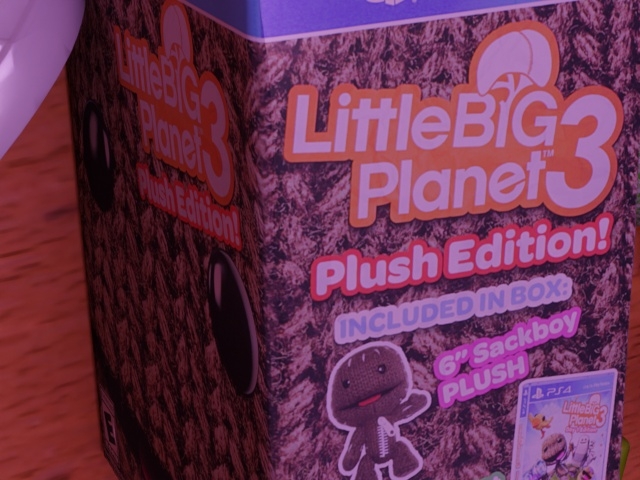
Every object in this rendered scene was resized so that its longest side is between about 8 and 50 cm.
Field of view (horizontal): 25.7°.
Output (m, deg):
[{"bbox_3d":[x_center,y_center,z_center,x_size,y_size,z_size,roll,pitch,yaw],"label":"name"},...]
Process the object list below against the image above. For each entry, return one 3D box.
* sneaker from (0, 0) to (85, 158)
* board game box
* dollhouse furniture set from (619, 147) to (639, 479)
[{"bbox_3d":[-0.236,-0.044,0.504,0.292,0.108,0.169,-43,125,-4],"label":"sneaker"},{"bbox_3d":[0.000,0.000,0.565,0.141,0.232,0.291,-11,114,-22],"label":"board game box"},{"bbox_3d":[0.187,0.005,0.683,0.198,0.151,0.301,6,107,-13],"label":"dollhouse furniture set"}]
